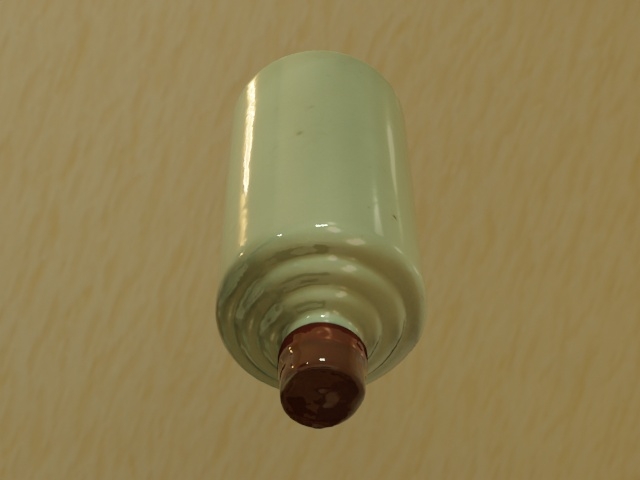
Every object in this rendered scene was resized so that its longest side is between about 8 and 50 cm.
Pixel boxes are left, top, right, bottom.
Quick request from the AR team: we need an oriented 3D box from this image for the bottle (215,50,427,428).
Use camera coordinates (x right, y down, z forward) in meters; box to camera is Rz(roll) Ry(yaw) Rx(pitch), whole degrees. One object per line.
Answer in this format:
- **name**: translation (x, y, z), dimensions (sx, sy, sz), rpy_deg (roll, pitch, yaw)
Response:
- **bottle**: translation (0.000, 0.000, 0.690), dimensions (0.104, 0.104, 0.245), rpy_deg (19, 32, -14)
